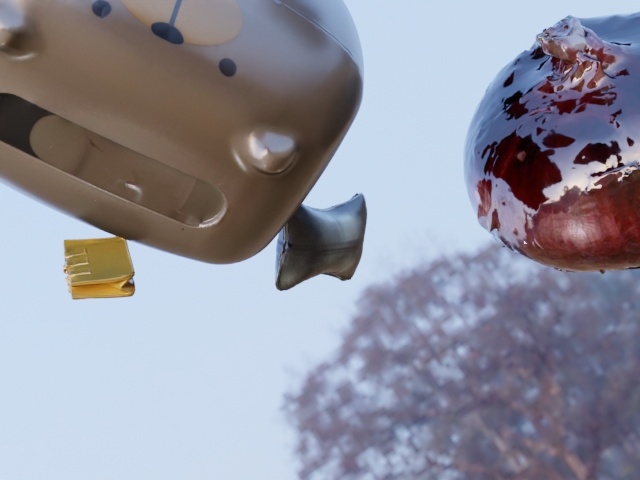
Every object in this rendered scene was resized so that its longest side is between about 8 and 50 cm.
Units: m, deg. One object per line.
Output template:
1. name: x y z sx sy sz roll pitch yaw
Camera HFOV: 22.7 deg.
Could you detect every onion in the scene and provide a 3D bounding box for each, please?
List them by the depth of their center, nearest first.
1. onion: 0.282 -0.110 1.530 0.314 0.314 0.232 -31 -52 -8

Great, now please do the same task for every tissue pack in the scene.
1. tissue pack: -0.166 -0.148 1.419 0.267 0.387 0.277 -54 16 36

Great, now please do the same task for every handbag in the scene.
1. handbag: -0.198 0.025 1.419 0.061 0.083 0.027 -4 -66 -11

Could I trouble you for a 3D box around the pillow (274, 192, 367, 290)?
1. pillow: 0.002 0.001 1.619 0.136 0.055 0.091 -7 -45 -55
